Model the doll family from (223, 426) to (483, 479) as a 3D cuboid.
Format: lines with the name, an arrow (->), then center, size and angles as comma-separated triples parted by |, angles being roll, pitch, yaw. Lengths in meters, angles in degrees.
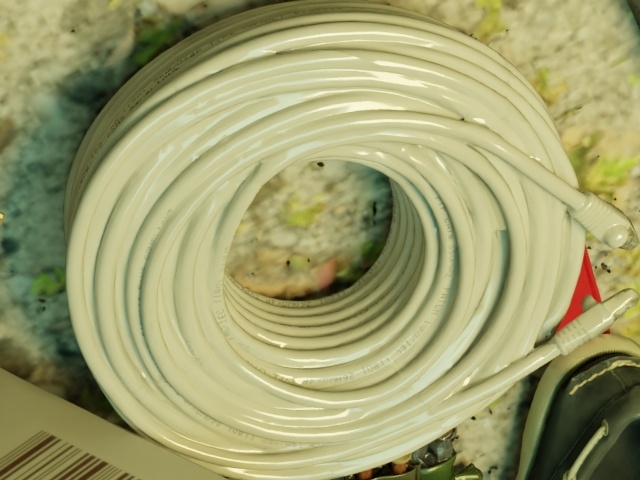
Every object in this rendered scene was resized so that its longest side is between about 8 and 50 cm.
doll family -> 0.001, 0.155, 1.042 | 0.193, 0.076, 0.111 | -5, 126, -7

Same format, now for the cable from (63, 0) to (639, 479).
cable -> 0.000, 0.000, 0.936 | 0.257, 0.089, 0.257 | -37, 122, 9

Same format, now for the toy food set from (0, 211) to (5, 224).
toy food set -> -0.217, -0.019, 0.907 | 0.122, 0.019, 0.078 | 26, 110, -19

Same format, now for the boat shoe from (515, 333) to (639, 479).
boat shoe -> 0.154, 0.177, 1.074 | 0.095, 0.079, 0.254 | 3, 118, -18

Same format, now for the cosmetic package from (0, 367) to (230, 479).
cosmetic package -> -0.125, 0.319, 0.986 | 0.161, 0.230, 0.453 | -35, 134, -42

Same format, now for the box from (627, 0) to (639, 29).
box -> 0.256, -0.129, 0.958 | 0.186, 0.038, 0.145 | -29, 124, 2

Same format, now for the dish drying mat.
dish drying mat -> 0.137, 0.032, 1.039 | 0.032, 0.008, 0.083 | -22, 124, -1
